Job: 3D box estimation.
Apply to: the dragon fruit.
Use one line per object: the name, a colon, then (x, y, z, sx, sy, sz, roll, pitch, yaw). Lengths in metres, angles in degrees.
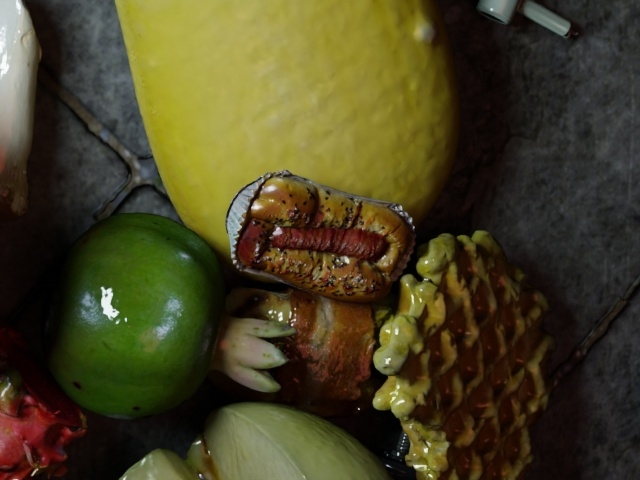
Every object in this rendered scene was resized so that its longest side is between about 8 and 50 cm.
dragon fruit: (-0.280, 0.172, 1.694, 0.150, 0.133, 0.207, 10, 98, 15)

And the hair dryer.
hair dryer: (0.213, -0.231, 1.888, 0.124, 0.038, 0.063, 23, 92, -33)

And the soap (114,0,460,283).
soap: (-0.024, -0.162, 1.743, 0.306, 0.115, 0.427, -27, 118, -21)

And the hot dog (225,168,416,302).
hot dog: (0.000, 0.000, 1.729, 0.191, 0.059, 0.108, 17, 107, -33)

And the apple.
apple: (-0.045, 0.294, 1.764, 0.295, 0.258, 0.233, -41, 155, 18)

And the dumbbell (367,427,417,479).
dumbbell: (0.058, 0.283, 1.899, 0.099, 0.099, 0.208, 15, 94, -27)

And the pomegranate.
pomegranate: (-0.135, 0.077, 1.698, 0.225, 0.187, 0.187, 15, 96, -2)

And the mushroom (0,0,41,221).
mushroom: (-0.285, -0.121, 1.665, 0.084, 0.071, 0.209, 9, 97, 3)

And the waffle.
waffle: (0.140, 0.139, 1.859, 0.301, 0.058, 0.281, 53, 51, -43)

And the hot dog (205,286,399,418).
hot dog: (-0.008, 0.108, 1.817, 0.213, 0.103, 0.146, -3, 124, -21)
